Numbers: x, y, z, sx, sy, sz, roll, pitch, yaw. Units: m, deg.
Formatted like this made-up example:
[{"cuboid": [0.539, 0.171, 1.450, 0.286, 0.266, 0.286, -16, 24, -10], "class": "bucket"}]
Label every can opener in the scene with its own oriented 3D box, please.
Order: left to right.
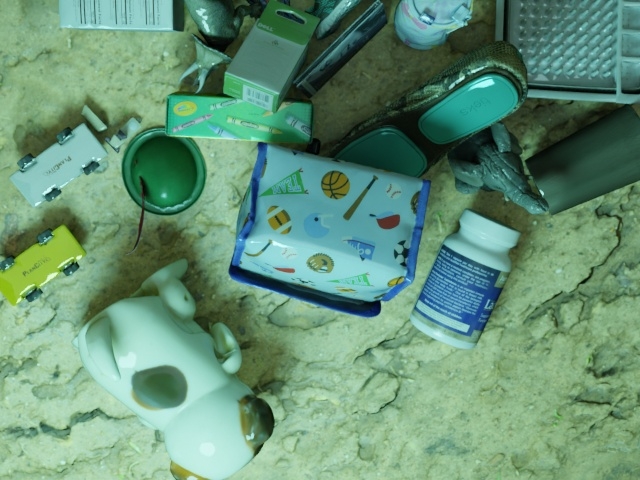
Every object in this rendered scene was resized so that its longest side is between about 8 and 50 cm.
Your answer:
[{"cuboid": [-0.035, -0.162, 1.764, 0.059, 0.186, 0.073, 6, 102, 5], "class": "can opener"}]

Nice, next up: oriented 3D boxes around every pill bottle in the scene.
[{"cuboid": [0.301, 0.076, 1.841, 0.153, 0.153, 0.264, 21, 100, -6], "class": "pill bottle"}]

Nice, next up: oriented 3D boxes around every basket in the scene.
[{"cuboid": [0.541, -0.155, 1.799, 0.227, 0.204, 0.154, -26, 86, 14], "class": "basket"}]

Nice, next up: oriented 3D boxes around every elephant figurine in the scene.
[{"cuboid": [0.338, -0.157, 1.750, 0.186, 0.239, 0.169, 6, 102, -3], "class": "elephant figurine"}]

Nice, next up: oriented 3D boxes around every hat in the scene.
[{"cuboid": [-0.317, -0.111, 1.763, 0.173, 0.183, 0.208, -15, 102, 1], "class": "hat"}]

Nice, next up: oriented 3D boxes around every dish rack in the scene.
[{"cuboid": [0.503, -0.411, 1.766, 0.333, 0.072, 0.285, 3, 87, -3], "class": "dish rack"}]

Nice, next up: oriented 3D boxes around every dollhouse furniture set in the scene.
[{"cuboid": [-0.417, -0.247, 1.792, 0.081, 0.091, 0.114, -44, 97, -9], "class": "dollhouse furniture set"}]

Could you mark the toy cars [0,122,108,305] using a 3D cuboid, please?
[{"cuboid": [-0.549, -0.055, 1.821, 0.176, 0.087, 0.393, 13, 98, -10], "class": "toy cars"}]

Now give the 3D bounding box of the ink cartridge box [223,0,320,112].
[{"cuboid": [-0.090, -0.348, 1.681, 0.109, 0.062, 0.209, 22, 60, 5], "class": "ink cartridge box"}]

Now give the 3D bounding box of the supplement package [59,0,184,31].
[{"cuboid": [-0.369, -0.470, 1.682, 0.203, 0.194, 0.149, 0, 102, -3], "class": "supplement package"}]

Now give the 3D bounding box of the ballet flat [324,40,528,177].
[{"cuboid": [0.193, -0.229, 1.743, 0.483, 0.182, 0.164, -31, 118, 31], "class": "ballet flat"}]

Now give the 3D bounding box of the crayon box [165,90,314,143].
[{"cuboid": [-0.153, -0.243, 1.752, 0.278, 0.165, 0.081, 3, 102, -3], "class": "crayon box"}]

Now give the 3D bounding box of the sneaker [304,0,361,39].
[{"cuboid": [0.021, -0.461, 1.733, 0.076, 0.065, 0.166, 54, 139, 2], "class": "sneaker"}]

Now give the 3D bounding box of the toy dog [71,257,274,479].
[{"cuboid": [-0.264, 0.275, 1.751, 0.284, 0.395, 0.408, -39, 92, -3], "class": "toy dog"}]

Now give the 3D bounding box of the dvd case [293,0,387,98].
[{"cuboid": [0.042, -0.366, 1.735, 0.221, 0.164, 0.018, -43, 86, 6], "class": "dvd case"}]

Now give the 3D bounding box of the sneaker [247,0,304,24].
[{"cuboid": [-0.105, -0.490, 1.756, 0.087, 0.083, 0.221, -28, 107, -10], "class": "sneaker"}]

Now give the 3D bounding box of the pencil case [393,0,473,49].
[{"cuboid": [0.209, -0.431, 1.675, 0.124, 0.273, 0.113, 27, 92, -4], "class": "pencil case"}]

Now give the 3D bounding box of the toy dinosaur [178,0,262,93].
[{"cuboid": [-0.202, -0.447, 1.656, 0.121, 0.160, 0.313, 1, 116, 24], "class": "toy dinosaur"}]

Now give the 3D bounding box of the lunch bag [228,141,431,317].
[{"cuboid": [0.000, 0.000, 1.703, 0.328, 0.385, 0.239, 15, 76, -6], "class": "lunch bag"}]
